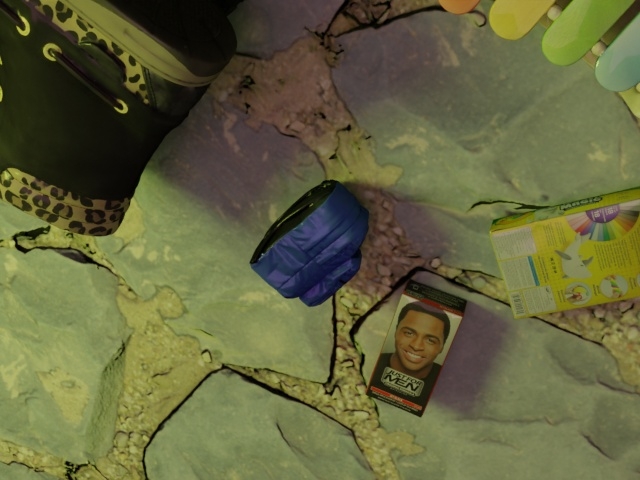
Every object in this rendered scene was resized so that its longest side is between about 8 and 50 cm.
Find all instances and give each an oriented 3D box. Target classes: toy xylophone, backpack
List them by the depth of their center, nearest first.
[{"bbox_3d":[0.217,-0.270,0.694,0.323,0.081,0.236,32,117,2],"label":"toy xylophone"},{"bbox_3d":[0.000,0.000,0.871,0.101,0.098,0.120,41,105,-13],"label":"backpack"}]

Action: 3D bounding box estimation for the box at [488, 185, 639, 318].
[{"bbox_3d":[0.270,0.011,0.821,0.179,0.043,0.105,-12,108,24],"label":"box"}]

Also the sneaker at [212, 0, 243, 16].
[{"bbox_3d":[-0.107,-0.339,0.773,0.124,0.107,0.283,47,130,27],"label":"sneaker"}]

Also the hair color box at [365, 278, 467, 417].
[{"bbox_3d":[0.106,0.121,0.917,0.072,0.043,0.141,20,116,9],"label":"hair color box"}]

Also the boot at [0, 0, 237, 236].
[{"bbox_3d":[-0.288,-0.191,0.786,0.377,0.138,0.284,34,130,-3],"label":"boot"}]
